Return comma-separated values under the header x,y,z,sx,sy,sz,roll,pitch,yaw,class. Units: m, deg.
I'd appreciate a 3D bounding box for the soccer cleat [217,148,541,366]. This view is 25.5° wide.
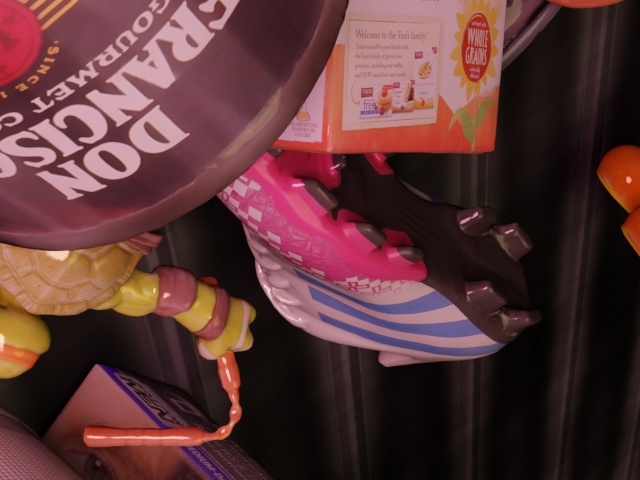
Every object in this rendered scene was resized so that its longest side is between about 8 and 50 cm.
x,y,z,sx,sy,sz,roll,pitch,yaw,class
0.000,0.000,0.829,0.143,0.116,0.331,-22,143,30,soccer cleat

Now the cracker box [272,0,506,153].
x,y,z,sx,sy,sz,roll,pitch,yaw,class
0.027,-0.157,0.644,0.155,0.067,0.232,-5,101,-56,cracker box

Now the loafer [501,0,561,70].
x,y,z,sx,sy,sz,roll,pitch,yaw,class
0.111,-0.213,0.778,0.095,0.109,0.302,41,83,-39,loafer

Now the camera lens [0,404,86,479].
x,y,z,sx,sy,sz,roll,pitch,yaw,class
-0.173,0.192,0.617,0.219,0.274,0.219,-23,127,-34,camera lens

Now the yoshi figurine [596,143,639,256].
x,y,z,sx,sy,sz,roll,pitch,yaw,class
0.366,-0.125,1.043,0.362,0.203,0.203,-38,162,18,yoshi figurine

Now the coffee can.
x,y,z,sx,sy,sz,roll,pitch,yaw,class
-0.133,-0.139,0.430,0.201,0.201,0.275,-50,148,-2,coffee can

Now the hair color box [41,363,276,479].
x,y,z,sx,sy,sz,roll,pitch,yaw,class
-0.150,0.265,0.840,0.339,0.185,0.110,-53,148,3,hair color box

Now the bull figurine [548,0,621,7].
x,y,z,sx,sy,sz,roll,pitch,yaw,class
0.185,-0.259,0.670,0.101,0.188,0.310,-17,120,-64,bull figurine

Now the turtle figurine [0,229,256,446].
x,y,z,sx,sy,sz,roll,pitch,yaw,class
-0.118,-0.030,0.619,0.269,0.087,0.217,25,84,-21,turtle figurine
